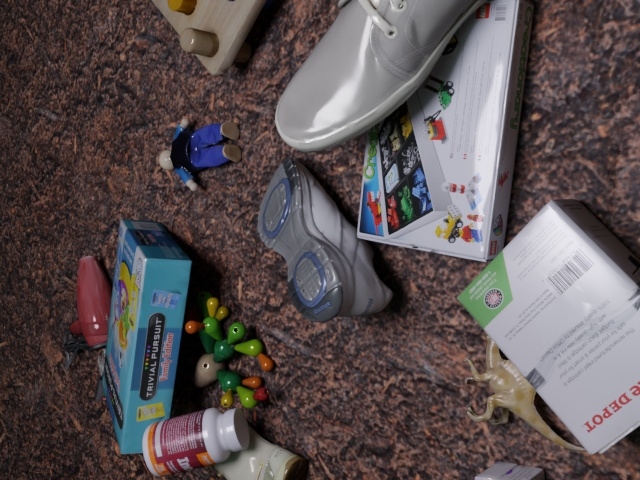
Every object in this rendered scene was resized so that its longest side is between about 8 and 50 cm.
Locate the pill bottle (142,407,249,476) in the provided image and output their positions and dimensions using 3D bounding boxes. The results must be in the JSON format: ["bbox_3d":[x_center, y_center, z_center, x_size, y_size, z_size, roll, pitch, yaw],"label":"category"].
[{"bbox_3d":[-0.194,0.314,1.045,0.152,0.086,0.086,-17,81,9],"label":"pill bottle"}]

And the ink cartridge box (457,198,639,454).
[{"bbox_3d":[0.283,0.087,0.709,0.219,0.092,0.160,53,123,24],"label":"ink cartridge box"}]

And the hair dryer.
[{"bbox_3d":[-0.495,0.173,1.379,0.223,0.080,0.294,25,108,37],"label":"hair dryer"}]

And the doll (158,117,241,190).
[{"bbox_3d":[-0.218,-0.149,1.145,0.189,0.046,0.129,-5,89,40],"label":"doll"}]

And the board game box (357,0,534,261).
[{"bbox_3d":[0.149,-0.140,0.832,0.193,0.053,0.305,12,100,39],"label":"board game box"}]

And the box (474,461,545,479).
[{"bbox_3d":[0.238,0.436,0.791,0.063,0.067,0.324,-5,91,40],"label":"box"}]

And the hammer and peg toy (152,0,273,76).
[{"bbox_3d":[-0.134,-0.463,0.999,0.266,0.127,0.361,53,123,24],"label":"hammer and peg toy"}]

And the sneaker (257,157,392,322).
[{"bbox_3d":[0.000,0.000,0.936,0.111,0.129,0.297,-52,43,32],"label":"sneaker"}]

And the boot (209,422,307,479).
[{"bbox_3d":[-0.119,0.412,1.081,0.165,0.077,0.213,24,101,36],"label":"boot"}]

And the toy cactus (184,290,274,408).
[{"bbox_3d":[-0.174,0.200,1.109,0.219,0.112,0.180,52,133,15],"label":"toy cactus"}]

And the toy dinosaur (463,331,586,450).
[{"bbox_3d":[0.225,0.188,0.792,0.092,0.053,0.183,-43,66,32],"label":"toy dinosaur"}]

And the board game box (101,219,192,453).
[{"bbox_3d":[-0.315,0.156,1.165,0.254,0.079,0.336,33,115,61],"label":"board game box"}]

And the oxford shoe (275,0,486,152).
[{"bbox_3d":[0.097,-0.285,0.748,0.449,0.130,0.169,-42,55,18],"label":"oxford shoe"}]
